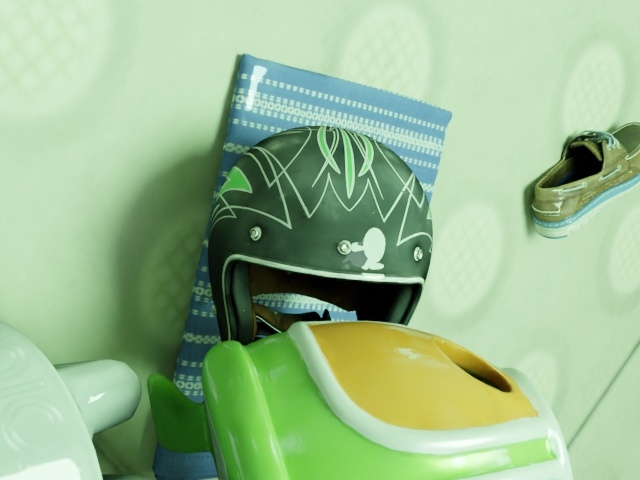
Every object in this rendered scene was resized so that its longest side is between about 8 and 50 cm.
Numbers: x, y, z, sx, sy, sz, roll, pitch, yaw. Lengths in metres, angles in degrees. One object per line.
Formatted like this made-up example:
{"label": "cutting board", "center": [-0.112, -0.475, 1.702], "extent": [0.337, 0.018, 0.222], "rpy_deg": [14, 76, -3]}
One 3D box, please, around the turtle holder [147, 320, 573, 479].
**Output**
{"label": "turtle holder", "center": [0.037, 0.202, 0.691], "extent": [0.227, 0.243, 0.320], "rpy_deg": [-13, 87, -10]}

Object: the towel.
{"label": "towel", "center": [-0.012, 0.034, 0.934], "extent": [0.243, 0.040, 0.336], "rpy_deg": [6, 99, -46]}

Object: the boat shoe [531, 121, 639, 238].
{"label": "boat shoe", "center": [0.287, -0.077, 1.180], "extent": [0.183, 0.066, 0.066], "rpy_deg": [-42, 130, -28]}

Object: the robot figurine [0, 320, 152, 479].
{"label": "robot figurine", "center": [-0.254, 0.154, 0.588], "extent": [0.353, 0.200, 0.299], "rpy_deg": [-14, 88, -44]}

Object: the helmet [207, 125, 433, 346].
{"label": "helmet", "center": [0.000, 0.000, 0.783], "extent": [0.169, 0.169, 0.161], "rpy_deg": [-22, 139, -40]}
